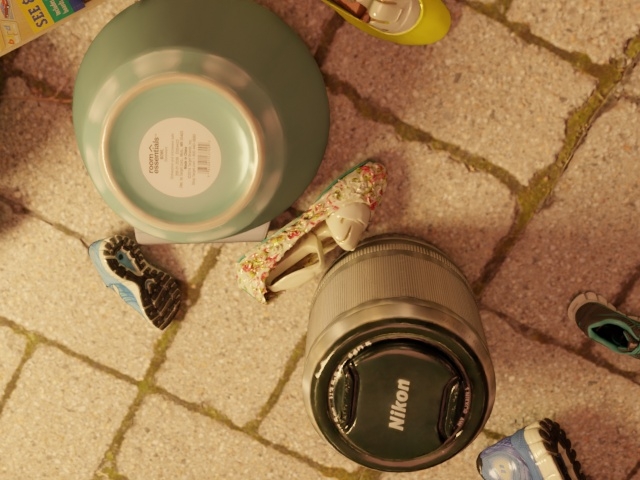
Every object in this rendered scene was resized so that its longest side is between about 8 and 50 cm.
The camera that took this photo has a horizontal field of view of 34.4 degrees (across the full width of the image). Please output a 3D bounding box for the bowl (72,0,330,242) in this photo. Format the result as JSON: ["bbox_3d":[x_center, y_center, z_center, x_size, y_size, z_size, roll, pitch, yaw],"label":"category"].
[{"bbox_3d":[-0.145,-0.121,1.179,0.312,0.163,0.311,0,111,1],"label":"bowl"}]

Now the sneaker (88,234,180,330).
[{"bbox_3d":[-0.246,0.052,1.367,0.073,0.063,0.162,5,137,46],"label":"sneaker"}]

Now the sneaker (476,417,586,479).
[{"bbox_3d":[0.323,0.401,1.459,0.147,0.130,0.330,-22,106,26],"label":"sneaker"}]

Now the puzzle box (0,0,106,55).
[{"bbox_3d":[-0.398,-0.406,1.109,0.272,0.052,0.409,-35,110,-23],"label":"puzzle box"}]

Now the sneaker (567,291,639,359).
[{"bbox_3d":[0.404,0.130,1.357,0.166,0.076,0.065,20,112,-6],"label":"sneaker"}]

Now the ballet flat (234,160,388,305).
[{"bbox_3d":[0.000,0.000,1.304,0.241,0.077,0.091,-39,141,8],"label":"ballet flat"}]

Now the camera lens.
[{"bbox_3d":[0.091,0.131,1.263,0.219,0.274,0.219,1,112,2],"label":"camera lens"}]

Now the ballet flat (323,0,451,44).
[{"bbox_3d":[0.046,-0.285,1.206,0.231,0.077,0.077,25,110,-8],"label":"ballet flat"}]

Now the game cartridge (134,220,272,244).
[{"bbox_3d":[-0.145,-0.135,1.288,0.196,0.060,0.294,-3,112,-1],"label":"game cartridge"}]
